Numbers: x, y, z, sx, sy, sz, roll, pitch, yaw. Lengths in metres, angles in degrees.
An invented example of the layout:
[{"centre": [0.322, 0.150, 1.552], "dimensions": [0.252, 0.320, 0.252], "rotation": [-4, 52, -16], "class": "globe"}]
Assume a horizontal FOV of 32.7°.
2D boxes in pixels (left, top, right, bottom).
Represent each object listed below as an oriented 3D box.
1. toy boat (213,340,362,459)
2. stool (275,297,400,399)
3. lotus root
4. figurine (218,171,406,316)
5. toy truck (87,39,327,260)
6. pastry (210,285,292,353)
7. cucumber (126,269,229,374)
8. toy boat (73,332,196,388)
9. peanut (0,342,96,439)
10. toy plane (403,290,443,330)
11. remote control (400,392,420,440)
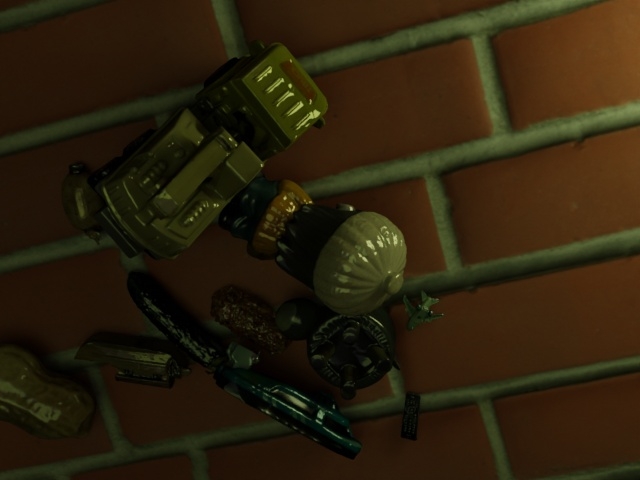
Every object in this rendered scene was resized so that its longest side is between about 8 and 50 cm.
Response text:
[{"centre": [-0.043, 0.286, 1.958], "dimensions": [0.299, 0.134, 0.092], "rotation": [30, 85, -13], "class": "toy boat"}, {"centre": [0.030, 0.187, 1.913], "dimensions": [0.228, 0.139, 0.153], "rotation": [5, 108, 3], "class": "stool"}, {"centre": [-0.425, -0.063, 1.956], "dimensions": [0.072, 0.063, 0.151], "rotation": [-17, 99, 3], "class": "lotus root"}, {"centre": [-0.015, 0.004, 1.836], "dimensions": [0.332, 0.204, 0.185], "rotation": [21, 110, 3], "class": "figurine"}, {"centre": [-0.168, -0.143, 1.716], "dimensions": [0.405, 0.254, 0.180], "rotation": [-46, 107, -26], "class": "toy truck"}, {"centre": [-0.127, 0.147, 1.969], "dimensions": [0.169, 0.063, 0.087], "rotation": [27, 111, -1], "class": "pastry"}, {"centre": [-0.268, 0.149, 1.989], "dimensions": [0.245, 0.067, 0.067], "rotation": [41, 108, -4], "class": "cucumber"}, {"centre": [-0.345, 0.226, 2.024], "dimensions": [0.226, 0.068, 0.088], "rotation": [6, 113, 7], "class": "toy boat"}, {"centre": [-0.562, 0.278, 2.033], "dimensions": [0.291, 0.143, 0.159], "rotation": [16, 118, 2], "class": "peanut"}, {"centre": [0.176, 0.129, 1.931], "dimensions": [0.080, 0.033, 0.083], "rotation": [26, 109, -14], "class": "toy plane"}, {"centre": [0.167, 0.321, 1.998], "dimensions": [0.034, 0.016, 0.091], "rotation": [12, 108, 22], "class": "remote control"}]
